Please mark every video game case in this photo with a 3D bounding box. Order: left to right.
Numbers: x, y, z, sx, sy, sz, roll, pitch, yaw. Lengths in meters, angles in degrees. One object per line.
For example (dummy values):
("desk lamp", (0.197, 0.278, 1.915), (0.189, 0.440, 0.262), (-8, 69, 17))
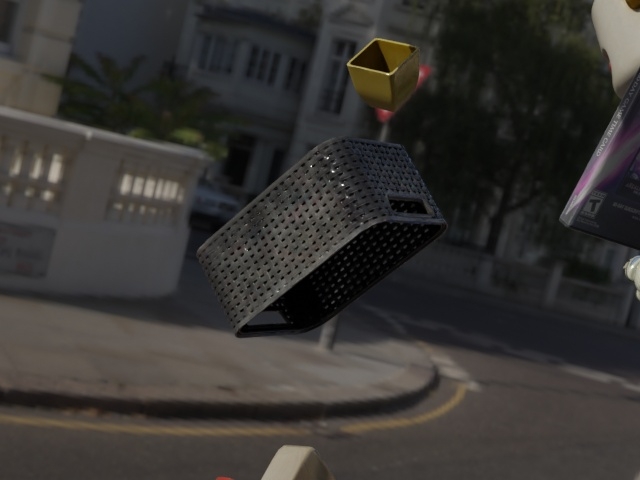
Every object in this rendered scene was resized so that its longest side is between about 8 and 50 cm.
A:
("video game case", (0.405, -0.113, 1.345), (0.196, 0.274, 0.026), (16, 20, -27))

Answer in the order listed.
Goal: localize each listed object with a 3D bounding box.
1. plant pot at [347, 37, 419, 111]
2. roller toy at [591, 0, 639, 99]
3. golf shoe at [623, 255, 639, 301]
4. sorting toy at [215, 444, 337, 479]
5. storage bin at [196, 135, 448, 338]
("plant pot", (0.100, -0.241, 1.805), (0.082, 0.083, 0.081), (18, 48, 33))
("roller toy", (0.430, -0.261, 1.465), (0.209, 0.146, 0.191), (-5, -20, -23))
("golf shoe", (0.404, 0.007, 1.255), (0.069, 0.176, 0.086), (55, -16, -2))
("sorting toy", (-0.042, 0.305, 0.769), (0.089, 0.255, 0.257), (0, -46, 36))
("storage bin", (0.000, 0.000, 1.018), (0.122, 0.180, 0.084), (2, 56, -54))
